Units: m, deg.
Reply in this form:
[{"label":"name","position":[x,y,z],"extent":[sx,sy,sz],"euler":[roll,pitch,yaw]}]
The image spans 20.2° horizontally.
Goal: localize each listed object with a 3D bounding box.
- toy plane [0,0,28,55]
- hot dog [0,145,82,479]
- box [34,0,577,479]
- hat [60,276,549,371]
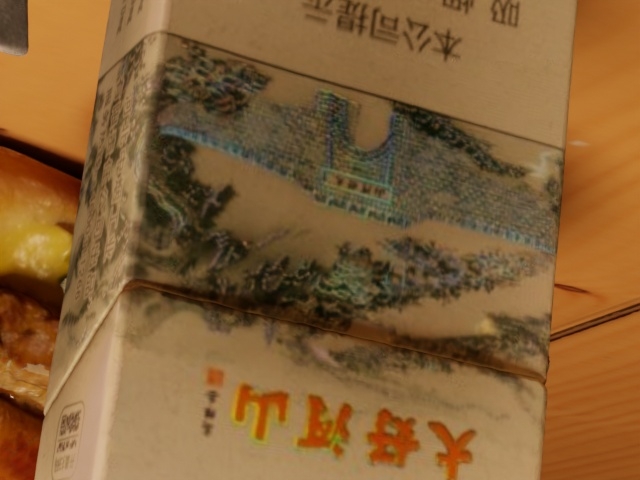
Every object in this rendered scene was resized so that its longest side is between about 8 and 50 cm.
[{"label":"toy plane","position":[-0.211,-0.131,0.598],"extent":[0.212,0.088,0.267],"euler":[-12,160,42]},{"label":"hot dog","position":[-0.197,0.073,1.085],"extent":[0.223,0.185,0.405],"euler":[7,163,0]},{"label":"box","position":[0.000,-0.011,0.640],"extent":[0.164,0.256,0.069],"euler":[14,162,-24]},{"label":"hat","position":[0.000,0.000,0.915],"extent":[0.252,0.110,0.252],"euler":[9,164,3]}]
